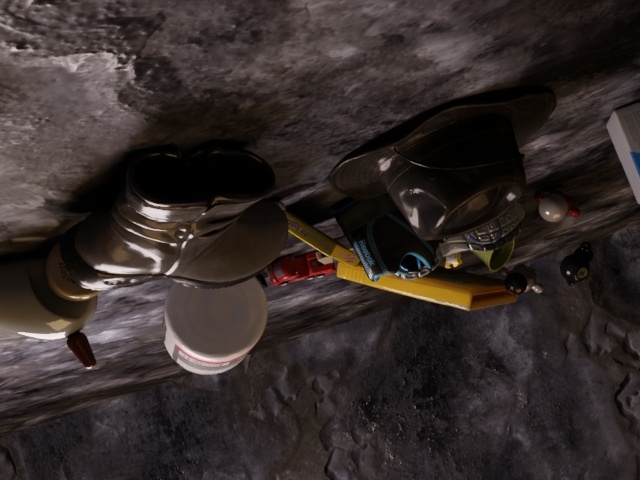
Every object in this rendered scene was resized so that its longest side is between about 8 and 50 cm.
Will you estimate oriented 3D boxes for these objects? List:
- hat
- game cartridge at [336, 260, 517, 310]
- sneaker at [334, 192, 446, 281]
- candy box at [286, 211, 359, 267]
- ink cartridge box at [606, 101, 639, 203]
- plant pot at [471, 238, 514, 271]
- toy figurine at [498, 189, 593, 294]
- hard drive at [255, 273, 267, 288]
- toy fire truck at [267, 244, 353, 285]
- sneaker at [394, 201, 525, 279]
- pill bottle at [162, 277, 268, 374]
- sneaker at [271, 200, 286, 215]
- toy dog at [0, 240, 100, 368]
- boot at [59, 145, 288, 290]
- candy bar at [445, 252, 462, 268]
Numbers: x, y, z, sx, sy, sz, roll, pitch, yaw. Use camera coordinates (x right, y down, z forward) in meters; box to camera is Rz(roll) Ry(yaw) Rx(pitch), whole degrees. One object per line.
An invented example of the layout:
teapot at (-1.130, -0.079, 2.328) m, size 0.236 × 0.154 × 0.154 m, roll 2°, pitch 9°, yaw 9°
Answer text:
hat at (0.185, -0.079, 1.255) m, size 0.331 × 0.133 × 0.331 m, roll -18°, pitch 170°, yaw -3°
game cartridge at (0.243, 0.088, 2.030) m, size 0.324 × 0.052 × 0.285 m, roll 14°, pitch -172°, yaw 31°
sneaker at (0.152, -0.005, 1.559) m, size 0.125 × 0.139 × 0.341 m, roll -29°, pitch 167°, yaw 37°
candy box at (0.000, 0.000, 1.450) m, size 0.027 × 0.105 × 0.206 m, roll -60°, pitch 165°, yaw 1°
ink cartridge box at (0.578, -0.162, 1.433) m, size 0.203 × 0.148 × 0.086 m, roll -19°, pitch 168°, yaw 5°
plant pot at (0.347, 0.011, 1.903) m, size 0.083 × 0.079 × 0.083 m, roll -29°, pitch 135°, yaw -33°
toy figurine at (0.464, 0.008, 1.951) m, size 0.210 × 0.213 × 0.148 m, roll -18°, pitch -177°, yaw 25°
hard drive at (-0.181, 0.103, 1.872) m, size 0.135 × 0.022 × 0.094 m, roll -18°, pitch 169°, yaw 2°
toy fire truck at (0.006, 0.036, 1.776) m, size 0.192 × 0.047 × 0.135 m, roll -10°, pitch 167°, yaw -33°
sneaker at (0.268, -0.019, 1.854) m, size 0.297 × 0.111 × 0.129 m, roll -19°, pitch -169°, yaw 3°
pill bottle at (-0.201, 0.152, 1.670) m, size 0.176 × 0.176 × 0.318 m, roll -15°, pitch 169°, yaw -14°
sneaker at (-0.118, 0.001, 1.312) m, size 0.162 × 0.073 × 0.063 m, roll -22°, pitch 169°, yaw 21°
toy dog at (-0.414, 0.111, 1.150) m, size 0.334 × 0.160 × 0.220 m, roll -17°, pitch 169°, yaw -7°
boot at (-0.117, -0.029, 1.083) m, size 0.338 × 0.118 × 0.223 m, roll -13°, pitch 164°, yaw -47°
candy bar at (0.286, 0.003, 1.927) m, size 0.040 × 0.018 × 0.161 m, roll -20°, pitch -150°, yaw 26°
